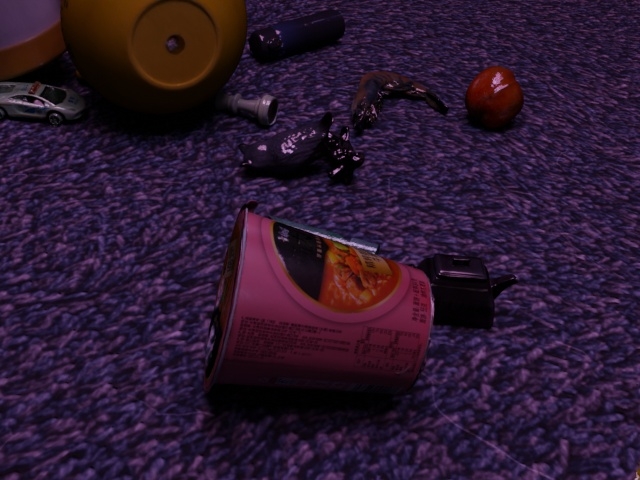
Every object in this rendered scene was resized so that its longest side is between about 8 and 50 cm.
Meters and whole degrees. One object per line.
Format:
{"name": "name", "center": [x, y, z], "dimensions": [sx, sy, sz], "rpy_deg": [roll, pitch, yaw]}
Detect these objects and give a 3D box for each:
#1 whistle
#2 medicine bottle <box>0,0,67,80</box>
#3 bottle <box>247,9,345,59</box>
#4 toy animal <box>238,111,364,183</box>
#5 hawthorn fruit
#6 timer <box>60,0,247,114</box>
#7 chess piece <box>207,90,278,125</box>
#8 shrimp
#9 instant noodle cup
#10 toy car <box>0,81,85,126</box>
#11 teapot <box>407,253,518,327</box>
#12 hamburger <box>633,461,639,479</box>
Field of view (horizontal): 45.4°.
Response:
{"name": "whistle", "center": [0.000, 0.000, 1.207], "dimensions": [0.186, 0.039, 0.039], "rpy_deg": [14, 39, 9]}
{"name": "medicine bottle", "center": [-0.623, -0.455, 1.461], "dimensions": [0.237, 0.232, 0.238], "rpy_deg": [-9, 37, 7]}
{"name": "bottle", "center": [-0.051, -0.467, 1.742], "dimensions": [0.244, 0.072, 0.082], "rpy_deg": [-25, 31, -33]}
{"name": "toy animal", "center": [-0.038, -0.165, 1.343], "dimensions": [0.210, 0.117, 0.121], "rpy_deg": [-3, 47, -17]}
{"name": "hawthorn fruit", "center": [0.357, -0.291, 1.569], "dimensions": [0.128, 0.128, 0.128], "rpy_deg": [5, 39, -4]}
{"name": "timer", "center": [-0.322, -0.419, 1.438], "dimensions": [0.376, 0.376, 0.387], "rpy_deg": [-10, 30, -21]}
{"name": "chess piece", "center": [-0.159, -0.266, 1.498], "dimensions": [0.149, 0.059, 0.059], "rpy_deg": [15, 39, 18]}
{"name": "shrimp", "center": [0.162, -0.278, 1.567], "dimensions": [0.198, 0.051, 0.262], "rpy_deg": [15, 36, 8]}
{"name": "instant noodle cup", "center": [-0.004, 0.093, 0.964], "dimensions": [0.254, 0.244, 0.244], "rpy_deg": [11, 38, -11]}
{"name": "toy car", "center": [-0.530, -0.263, 1.422], "dimensions": [0.186, 0.058, 0.093], "rpy_deg": [5, 37, -3]}
{"name": "teapot", "center": [0.197, 0.062, 1.118], "dimensions": [0.177, 0.096, 0.087], "rpy_deg": [5, 39, -2]}
{"name": "hamburger", "center": [0.457, 0.320, 0.781], "dimensions": [0.300, 0.176, 0.300], "rpy_deg": [9, 41, -8]}
